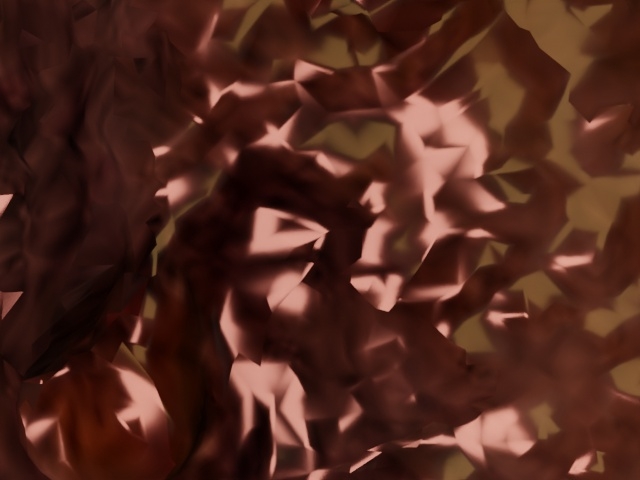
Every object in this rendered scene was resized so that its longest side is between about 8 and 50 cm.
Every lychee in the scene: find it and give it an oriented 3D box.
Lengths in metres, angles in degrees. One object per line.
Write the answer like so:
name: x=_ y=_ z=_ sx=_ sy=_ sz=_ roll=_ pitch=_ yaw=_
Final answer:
lychee: x=-0.005 y=0.002 z=0.510 sx=0.300 sy=0.300 sz=0.300 roll=8 pitch=72 yaw=-25
